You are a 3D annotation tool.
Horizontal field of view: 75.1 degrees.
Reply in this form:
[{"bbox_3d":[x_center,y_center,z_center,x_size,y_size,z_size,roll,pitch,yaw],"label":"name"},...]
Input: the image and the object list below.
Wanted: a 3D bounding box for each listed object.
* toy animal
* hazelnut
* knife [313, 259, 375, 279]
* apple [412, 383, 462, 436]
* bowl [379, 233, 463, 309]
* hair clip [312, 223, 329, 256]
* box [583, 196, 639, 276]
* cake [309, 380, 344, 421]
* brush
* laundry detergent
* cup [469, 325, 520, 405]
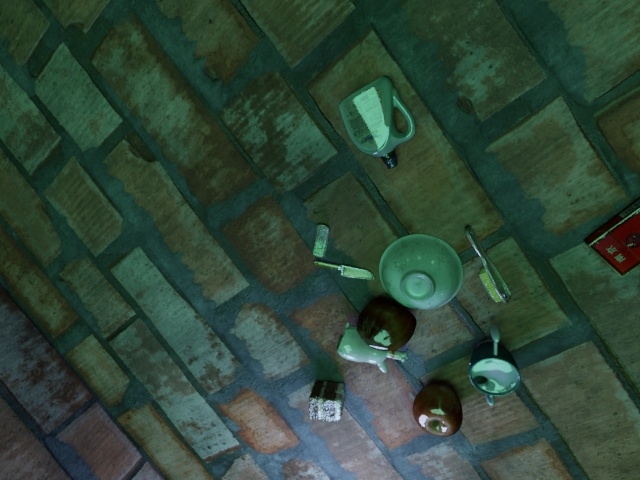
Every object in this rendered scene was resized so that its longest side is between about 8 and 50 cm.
[{"bbox_3d":[0.198,0.431,1.680,0.282,0.138,0.141,15,124,-13],"label":"toy animal"},{"bbox_3d":[0.247,0.326,1.589,0.212,0.181,0.181,23,88,33],"label":"hazelnut"},{"bbox_3d":[0.095,0.119,1.663,0.255,0.022,0.046,11,105,9],"label":"knife"},{"bbox_3d":[0.472,0.673,1.669,0.201,0.162,0.201,9,123,15],"label":"apple"},{"bbox_3d":[0.360,0.145,1.523,0.312,0.146,0.314,5,111,15],"label":"bowl"},{"bbox_3d":[0.001,-0.001,1.651,0.054,0.022,0.138,13,112,12],"label":"hair clip"},{"bbox_3d":[0.990,-0.020,1.309,0.153,0.074,0.240,41,116,-4],"label":"box"},{"bbox_3d":[0.031,0.707,1.831,0.147,0.135,0.135,5,109,10],"label":"cake"},{"bbox_3d":[0.577,0.092,1.483,0.067,0.072,0.313,-26,99,37],"label":"brush"},{"bbox_3d":[0.204,-0.383,1.408,0.214,0.105,0.281,-26,98,22],"label":"laundry detergent"},{"bbox_3d":[0.630,0.451,1.529,0.167,0.173,0.300,3,110,16],"label":"cup"}]
